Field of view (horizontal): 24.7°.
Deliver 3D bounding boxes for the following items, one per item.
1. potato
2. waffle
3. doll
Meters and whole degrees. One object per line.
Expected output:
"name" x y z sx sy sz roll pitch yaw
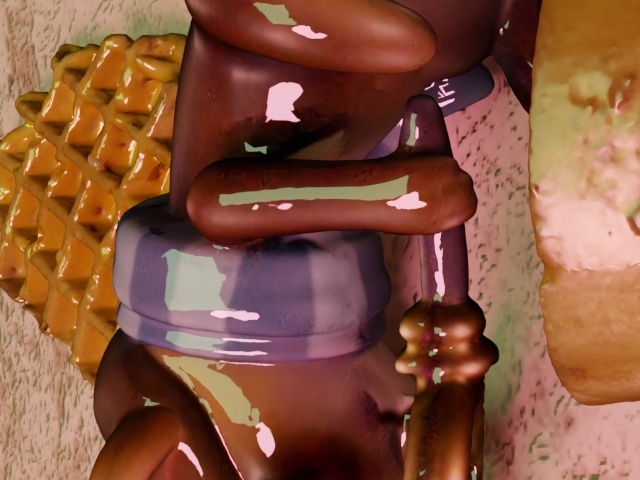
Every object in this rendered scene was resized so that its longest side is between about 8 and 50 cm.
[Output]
"potato" 0.180 -0.036 0.560 0.158 0.178 0.204 -2 72 30
"waffle" -0.146 -0.046 0.969 0.229 0.057 0.219 38 115 41
"doll" 0.005 0.000 0.732 0.318 0.209 0.340 -128 52 -74
